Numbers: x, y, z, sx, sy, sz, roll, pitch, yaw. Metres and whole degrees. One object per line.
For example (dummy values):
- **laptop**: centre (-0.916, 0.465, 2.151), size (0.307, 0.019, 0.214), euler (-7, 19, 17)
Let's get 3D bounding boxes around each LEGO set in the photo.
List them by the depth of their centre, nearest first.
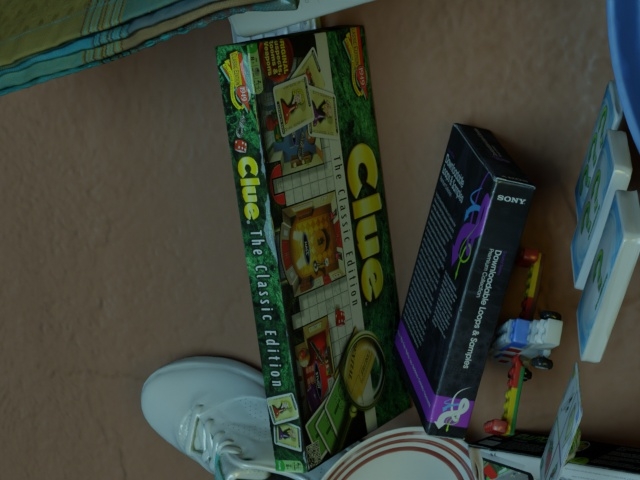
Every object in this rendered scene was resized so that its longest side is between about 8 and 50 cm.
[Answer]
- **LEGO set**: centre (0.118, 0.049, 0.846), size (0.060, 0.182, 0.244), euler (12, 122, -1)

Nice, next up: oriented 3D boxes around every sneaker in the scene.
- **sneaker**: centre (-0.052, 0.146, 1.039), size (0.212, 0.094, 0.080), euler (22, 114, 27)

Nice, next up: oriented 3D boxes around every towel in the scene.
- **towel**: centre (-0.110, -0.218, 0.904), size (0.370, 0.040, 0.271), euler (-10, 58, 46)

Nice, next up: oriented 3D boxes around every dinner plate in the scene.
- **dinner plate**: centre (0.048, 0.184, 0.974), size (0.017, 0.141, 0.141), euler (-144, 53, -64)

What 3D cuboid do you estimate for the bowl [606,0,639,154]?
- **bowl**: centre (0.308, -0.132, 0.685), size (0.391, 0.077, 0.391), euler (2, 92, 48)

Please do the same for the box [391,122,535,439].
- **box**: centre (0.084, 0.022, 0.911), size (0.029, 0.116, 0.162), euler (9, 109, -11)

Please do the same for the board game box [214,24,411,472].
- **board game box**: centre (0.000, 0.000, 0.944), size (0.030, 0.136, 0.260), euler (-2, 101, 30)

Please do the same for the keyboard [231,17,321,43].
- **keyboard**: centre (-0.021, -0.068, 1.014), size (0.072, 0.014, 0.256), euler (-2, 100, 33)

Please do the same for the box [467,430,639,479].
- **box**: centre (0.172, 0.178, 0.888), size (0.207, 0.036, 0.114), euler (-1, 103, 58)

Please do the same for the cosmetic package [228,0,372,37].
- **cosmetic package**: centre (0.054, -0.194, 0.861), size (0.231, 0.117, 0.085), euler (-8, 113, 37)
